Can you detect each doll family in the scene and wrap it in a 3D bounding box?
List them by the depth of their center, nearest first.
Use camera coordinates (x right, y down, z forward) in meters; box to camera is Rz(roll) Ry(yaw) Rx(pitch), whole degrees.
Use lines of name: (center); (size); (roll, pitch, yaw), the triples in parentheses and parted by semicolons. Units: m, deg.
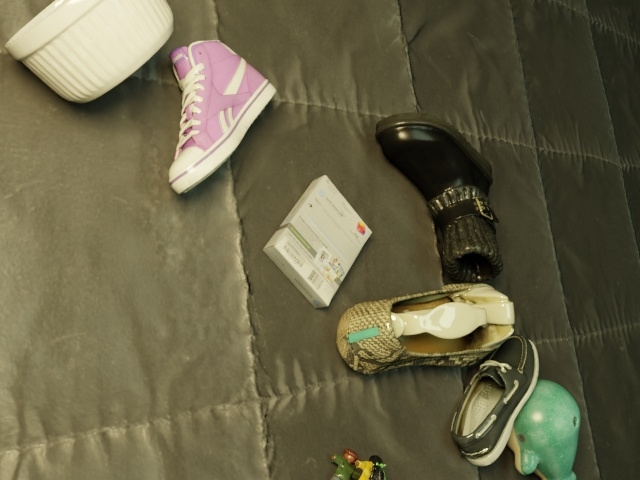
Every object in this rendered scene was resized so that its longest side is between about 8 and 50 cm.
doll family: (0.092, 0.417, 1.088); (0.193, 0.076, 0.111); (53, 46, -24)

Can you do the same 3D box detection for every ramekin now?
ramekin: (-0.288, -0.271, 0.850); (0.109, 0.207, 0.207); (52, 50, -30)

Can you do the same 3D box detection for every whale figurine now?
whale figurine: (0.492, 0.426, 1.391); (0.216, 0.141, 0.272); (-28, 98, -43)

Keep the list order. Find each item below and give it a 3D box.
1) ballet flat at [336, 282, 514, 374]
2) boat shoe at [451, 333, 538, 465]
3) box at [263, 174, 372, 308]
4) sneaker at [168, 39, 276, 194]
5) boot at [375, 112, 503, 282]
ballet flat: (0.246, 0.154, 1.217); (0.482, 0.182, 0.164); (-1, 74, -42)
boat shoe: (0.353, 0.298, 1.322); (0.091, 0.114, 0.303); (51, 50, -27)
box: (0.000, 0.000, 1.139); (0.145, 0.038, 0.186); (49, 52, -21)
sneaker: (-0.189, -0.199, 0.992); (0.161, 0.102, 0.282); (44, 43, -20)
boot: (0.243, -0.079, 1.300); (0.347, 0.131, 0.260); (24, 58, -35)
